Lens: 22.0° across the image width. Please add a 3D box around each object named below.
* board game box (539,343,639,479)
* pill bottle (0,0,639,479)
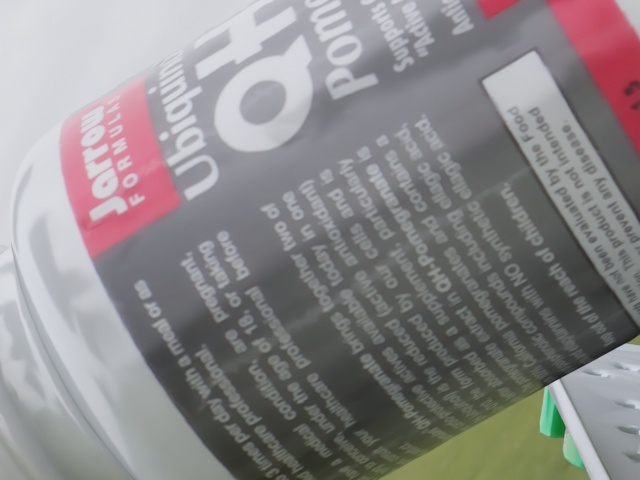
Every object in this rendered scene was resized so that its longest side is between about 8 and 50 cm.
[{"bbox_3d":[0.294,0.129,0.645,0.390,0.390,0.050,-85,3,-80],"label":"board game box"},{"bbox_3d":[0.000,0.000,0.605,0.319,0.176,0.176,-31,-1,10],"label":"pill bottle"}]
